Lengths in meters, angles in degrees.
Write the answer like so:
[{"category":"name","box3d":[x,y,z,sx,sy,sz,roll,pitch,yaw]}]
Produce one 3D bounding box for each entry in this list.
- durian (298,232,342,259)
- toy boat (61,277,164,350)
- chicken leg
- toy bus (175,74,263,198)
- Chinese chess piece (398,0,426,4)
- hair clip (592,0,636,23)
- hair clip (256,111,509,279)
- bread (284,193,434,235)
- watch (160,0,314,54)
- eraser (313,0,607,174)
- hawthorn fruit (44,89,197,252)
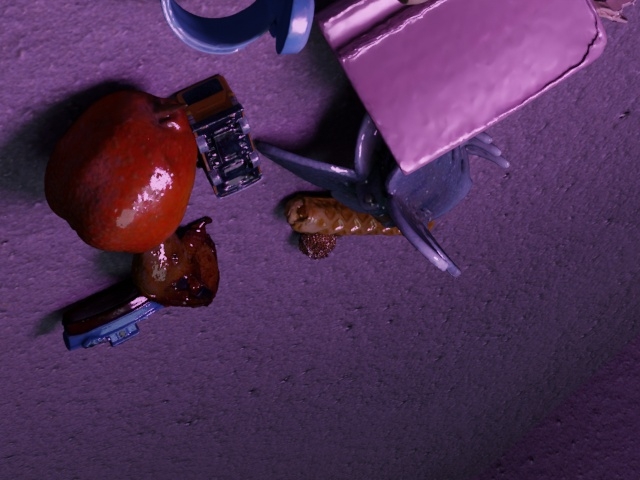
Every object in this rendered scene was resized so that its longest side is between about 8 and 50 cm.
[{"category":"durian","box3d":[0.000,0.000,2.292,0.091,0.080,0.080,-12,156,14]},{"category":"toy boat","box3d":[-0.353,0.135,2.157,0.223,0.100,0.097,-26,126,-11]},{"category":"chicken leg","box3d":[-0.244,0.025,2.055,0.177,0.083,0.322,-67,153,-9]},{"category":"toy bus","box3d":[-0.154,-0.156,1.848,0.091,0.103,0.182,-26,147,-7]},{"category":"Chinese chess piece","box3d":[0.102,-0.400,1.578,0.083,0.188,0.188,-28,153,-3]},{"category":"hair clip","box3d":[0.455,-0.398,2.083,0.226,0.034,0.072,-10,144,-29]},{"category":"hair clip","box3d":[0.151,-0.118,2.022,0.238,0.392,0.318,-56,151,0]},{"category":"bread","box3d":[0.082,-0.047,2.280,0.368,0.077,0.084,1,-178,-44]},{"category":"watch","box3d":[-0.110,-0.337,1.529,0.193,0.211,0.211,3,143,-17]},{"category":"eraser","box3d":[0.207,-0.302,1.769,0.359,0.272,0.122,-29,-167,4]},{"category":"hawthorn fruit","box3d":[-0.262,-0.112,1.718,0.210,0.210,0.262,10,128,-51]}]
